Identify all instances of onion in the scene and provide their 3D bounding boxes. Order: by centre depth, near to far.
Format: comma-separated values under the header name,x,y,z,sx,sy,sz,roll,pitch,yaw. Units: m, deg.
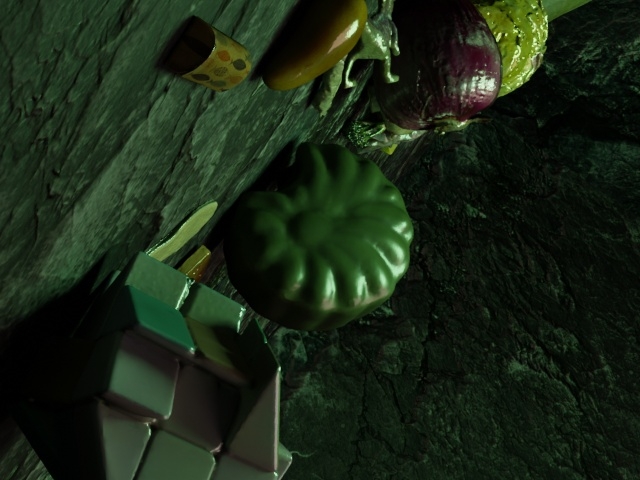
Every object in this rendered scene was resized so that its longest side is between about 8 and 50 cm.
name,x,y,z,sx,sy,sz,roll,pitch,yaw
onion,0.194,-0.378,1.969,0.159,0.348,0.267,-1,170,-45

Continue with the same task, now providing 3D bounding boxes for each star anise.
name,x,y,z,sx,sy,sz,roll,pitch,yaw
star anise,0.167,-0.282,2.503,0.198,0.110,0.257,-30,168,27

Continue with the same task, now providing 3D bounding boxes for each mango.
name,x,y,z,sx,sy,sz,roll,pitch,yaw
mango,-0.006,-0.279,1.469,0.184,0.085,0.102,-49,173,2

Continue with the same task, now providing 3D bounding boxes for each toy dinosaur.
name,x,y,z,sx,sy,sz,roll,pitch,yaw
toy dinosaur,0.074,-0.343,1.677,0.251,0.072,0.199,-30,130,-51

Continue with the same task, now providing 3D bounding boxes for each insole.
name,x,y,z,sx,sy,sz,roll,pitch,yaw
insole,-0.232,0.004,1.624,0.248,0.011,0.081,-46,170,-47

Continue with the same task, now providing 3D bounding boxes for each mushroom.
name,x,y,z,sx,sy,sz,roll,pitch,yaw
mushroom,0.168,-0.313,2.264,0.166,0.127,0.166,0,90,-84

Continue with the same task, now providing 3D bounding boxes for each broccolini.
name,x,y,z,sx,sy,sz,roll,pitch,yaw
broccolini,0.153,-0.255,2.345,0.216,0.058,0.067,-10,132,-25

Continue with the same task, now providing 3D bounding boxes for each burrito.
name,x,y,z,sx,sy,sz,roll,pitch,yaw
burrito,0.017,-0.281,1.803,0.185,0.041,0.045,115,-29,-53

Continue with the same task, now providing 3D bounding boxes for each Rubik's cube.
name,x,y,z,sx,sy,sz,roll,pitch,yaw
Rubik's cube,-0.209,0.237,1.384,0.387,0.358,0.368,-22,-137,56

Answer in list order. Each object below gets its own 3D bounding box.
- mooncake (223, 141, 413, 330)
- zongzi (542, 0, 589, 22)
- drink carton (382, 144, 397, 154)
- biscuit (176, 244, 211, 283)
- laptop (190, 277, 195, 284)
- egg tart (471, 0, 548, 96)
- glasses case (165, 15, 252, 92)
name,x,y,z,sx,sy,sz,roll,pitch,yaw
mooncake,0.000,0.000,1.928,0.351,0.351,0.187,-50,-176,-29
zongzi,0.397,-0.469,2.170,0.356,0.393,0.174,-50,133,-16
drink carton,0.190,-0.310,2.665,0.200,0.074,0.084,117,-3,-58
biscuit,-0.262,0.100,1.815,0.220,0.029,0.142,-55,171,4
laptop,-0.277,0.152,1.789,0.180,0.016,0.129,-49,168,-24
egg tart,0.320,-0.404,2.081,0.295,0.295,0.116,-57,-168,21
glasses case,-0.123,-0.209,1.199,0.064,0.041,0.170,-54,174,7
